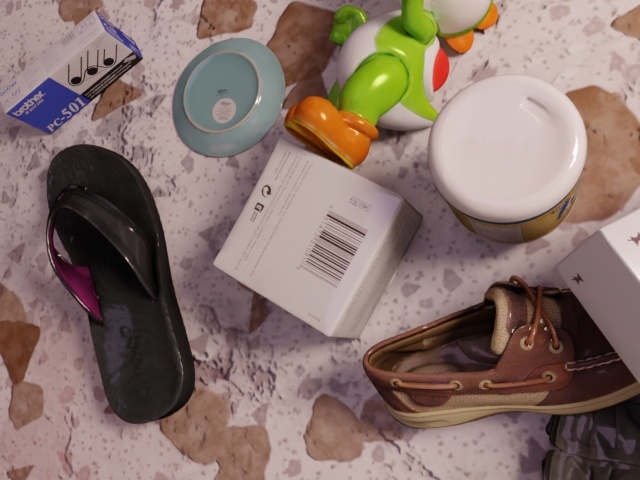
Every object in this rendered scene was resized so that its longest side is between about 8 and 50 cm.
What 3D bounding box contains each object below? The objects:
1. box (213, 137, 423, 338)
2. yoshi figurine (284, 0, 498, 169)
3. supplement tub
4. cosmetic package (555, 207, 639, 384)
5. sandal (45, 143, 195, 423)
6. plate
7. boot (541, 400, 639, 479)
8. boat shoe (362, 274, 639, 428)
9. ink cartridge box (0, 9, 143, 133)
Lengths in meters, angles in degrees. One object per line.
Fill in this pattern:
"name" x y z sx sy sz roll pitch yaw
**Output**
"box" 0.000 0.000 0.746 0.182 0.119 0.181 29 91 23
"yoshi figurine" 0.079 -0.277 0.734 0.204 0.203 0.362 38 91 29
"supplement tub" 0.200 -0.074 0.643 0.144 0.200 0.144 -4 80 20
"cosmetic package" 0.437 0.103 0.516 0.285 0.097 0.377 -26 70 -15
"sandal" -0.299 0.037 0.855 0.168 0.107 0.445 -30 71 12
"plate" -0.142 -0.216 0.890 0.188 0.024 0.188 -4 78 19
"boot" 0.326 0.180 0.618 0.161 0.083 0.246 18 85 29
"boat shoe" 0.208 0.105 0.630 0.342 0.123 0.123 -17 42 21
"ink cartridge box" -0.391 -0.259 0.950 0.207 0.097 0.046 -34 71 11
